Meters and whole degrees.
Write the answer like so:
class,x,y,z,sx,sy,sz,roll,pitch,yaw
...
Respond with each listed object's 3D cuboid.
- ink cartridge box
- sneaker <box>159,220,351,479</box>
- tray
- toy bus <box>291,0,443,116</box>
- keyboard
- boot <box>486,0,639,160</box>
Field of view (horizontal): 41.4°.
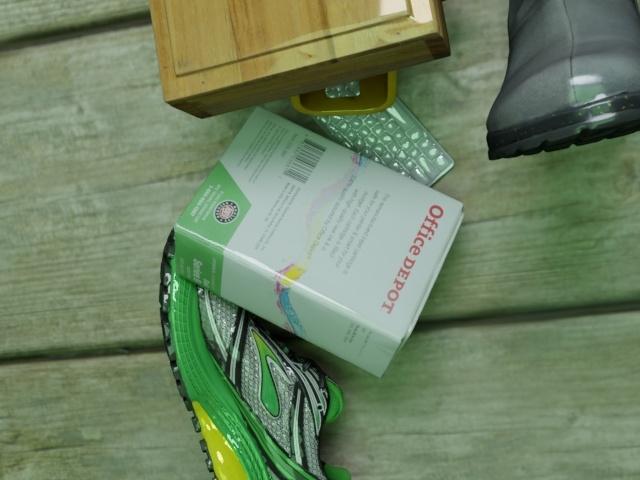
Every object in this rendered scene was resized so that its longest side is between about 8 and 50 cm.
class,x,y,z,sx,sy,sz,roll,pitch,yaw
ink cartridge box,0.000,0.000,0.751,0.212,0.154,0.093,25,149,7
sneaker,-0.065,0.131,0.837,0.146,0.134,0.343,-20,94,-8
tray,-0.044,-0.317,0.625,0.203,0.076,0.410,-11,84,15
toy bus,0.017,-0.204,0.727,0.202,0.104,0.191,-42,68,-16
keyboard,0.015,-0.144,0.796,0.072,0.014,0.256,-42,91,19
boot,0.157,-0.187,0.585,0.118,0.338,0.222,-10,104,16
